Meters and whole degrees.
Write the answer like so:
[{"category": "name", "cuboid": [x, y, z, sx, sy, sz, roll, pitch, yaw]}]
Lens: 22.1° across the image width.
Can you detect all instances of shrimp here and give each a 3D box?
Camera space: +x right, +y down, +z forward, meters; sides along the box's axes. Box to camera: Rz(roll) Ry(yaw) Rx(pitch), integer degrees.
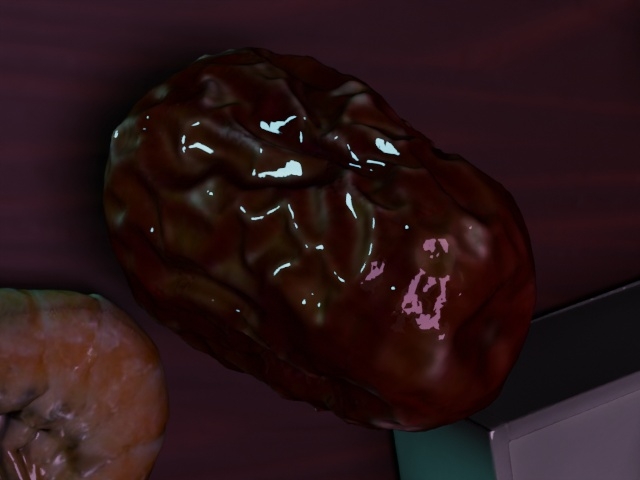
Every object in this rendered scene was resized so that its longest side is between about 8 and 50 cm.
[{"category": "shrimp", "cuboid": [-0.207, 0.091, 0.773, 0.296, 0.058, 0.169, 12, 100, -33]}]

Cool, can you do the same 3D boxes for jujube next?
[{"category": "jujube", "cuboid": [0.000, 0.000, 0.758, 0.155, 0.230, 0.155, -21, 123, -36]}]

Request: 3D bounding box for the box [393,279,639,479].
[{"category": "box", "cuboid": [0.172, 0.156, 0.950, 0.225, 0.117, 0.225, -17, 110, -24]}]
